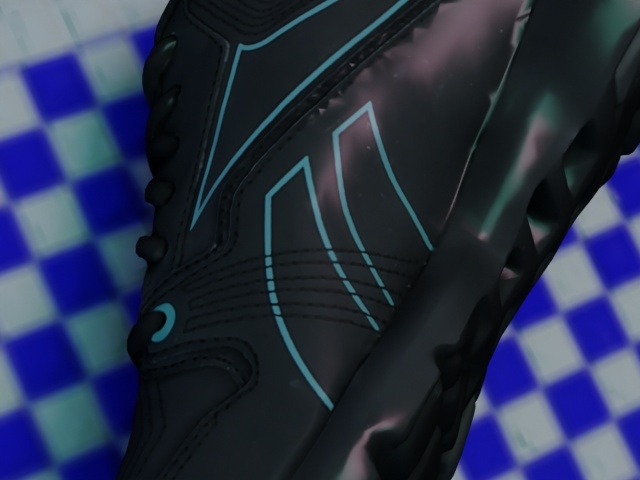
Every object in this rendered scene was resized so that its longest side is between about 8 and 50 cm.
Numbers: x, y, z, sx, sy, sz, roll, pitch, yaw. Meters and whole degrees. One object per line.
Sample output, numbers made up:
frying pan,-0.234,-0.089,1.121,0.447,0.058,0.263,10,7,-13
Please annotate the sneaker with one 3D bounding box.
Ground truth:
sneaker,0.000,0.000,0.394,0.106,0.101,0.267,26,64,14
